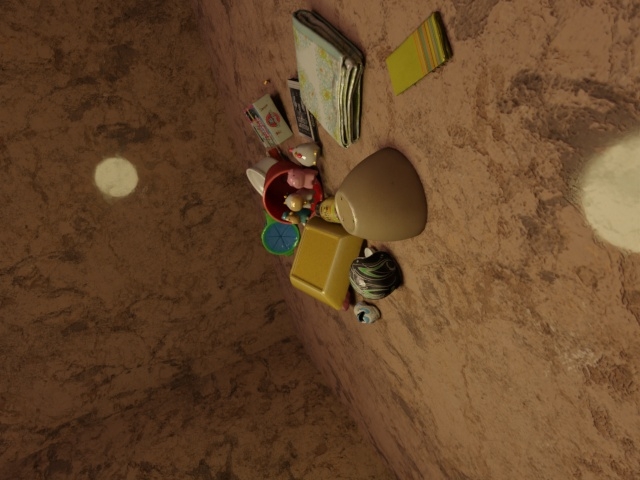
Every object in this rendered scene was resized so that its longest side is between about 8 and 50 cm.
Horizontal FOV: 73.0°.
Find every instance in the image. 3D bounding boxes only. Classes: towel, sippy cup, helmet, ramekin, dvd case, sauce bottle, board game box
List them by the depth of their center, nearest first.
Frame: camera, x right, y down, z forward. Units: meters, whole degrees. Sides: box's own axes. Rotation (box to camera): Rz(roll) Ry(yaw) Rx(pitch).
[{"bbox_3d":[0.219,-0.420,0.999,0.237,0.021,0.102,180,75,-74],"label":"towel"},{"bbox_3d":[0.015,-0.523,1.410,0.375,0.090,0.321,57,160,36],"label":"towel"},{"bbox_3d":[0.187,0.129,1.546,0.169,0.161,0.169,58,161,33],"label":"helmet"},{"bbox_3d":[0.060,-0.124,1.739,0.344,0.111,0.112,-168,58,-72],"label":"sauce bottle"},{"bbox_3d":[-0.071,-0.538,1.785,0.179,0.029,0.239,-136,30,-57],"label":"dvd case"},{"bbox_3d":[-0.268,-0.591,2.160,0.224,0.097,0.303,57,168,-18],"label":"board game box"},{"bbox_3d":[-0.256,-0.319,2.342,0.277,0.135,0.277,41,163,15],"label":"ramekin"},{"bbox_3d":[-0.264,-0.059,2.729,0.224,0.239,0.306,-121,40,-64],"label":"sippy cup"}]

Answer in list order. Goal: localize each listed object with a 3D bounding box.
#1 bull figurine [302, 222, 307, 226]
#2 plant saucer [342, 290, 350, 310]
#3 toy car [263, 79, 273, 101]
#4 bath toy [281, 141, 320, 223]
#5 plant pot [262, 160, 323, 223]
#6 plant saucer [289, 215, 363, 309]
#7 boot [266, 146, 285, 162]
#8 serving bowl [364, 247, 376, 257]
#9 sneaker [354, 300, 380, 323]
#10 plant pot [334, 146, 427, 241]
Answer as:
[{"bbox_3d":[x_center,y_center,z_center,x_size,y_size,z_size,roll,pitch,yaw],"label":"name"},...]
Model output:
[{"bbox_3d":[0.000,0.000,2.066,0.188,0.101,0.311,-120,8,-47],"label":"bull figurine"},{"bbox_3d":[0.034,0.205,2.139,0.332,0.084,0.332,46,174,7],"label":"plant saucer"},{"bbox_3d":[-0.250,-0.733,2.145,0.041,0.060,0.122,-63,-8,-50],"label":"toy car"},{"bbox_3d":[-0.087,-0.248,1.839,0.151,0.128,0.349,-56,-22,-62],"label":"bath toy"},{"bbox_3d":[-0.149,-0.248,2.035,0.243,0.274,0.275,-117,13,-58],"label":"plant pot"},{"bbox_3d":[-0.001,0.077,1.789,0.332,0.080,0.333,20,95,48],"label":"plant saucer"},{"bbox_3d":[-0.238,-0.434,2.374,0.158,0.084,0.059,63,162,15],"label":"boot"},{"bbox_3d":[0.202,0.063,1.658,0.083,0.027,0.083,58,162,32],"label":"serving bowl"},{"bbox_3d":[0.189,0.327,1.942,0.085,0.086,0.237,67,166,-1],"label":"sneaker"},{"bbox_3d":[0.155,-0.111,1.292,0.284,0.190,0.284,58,161,32],"label":"plant pot"}]
